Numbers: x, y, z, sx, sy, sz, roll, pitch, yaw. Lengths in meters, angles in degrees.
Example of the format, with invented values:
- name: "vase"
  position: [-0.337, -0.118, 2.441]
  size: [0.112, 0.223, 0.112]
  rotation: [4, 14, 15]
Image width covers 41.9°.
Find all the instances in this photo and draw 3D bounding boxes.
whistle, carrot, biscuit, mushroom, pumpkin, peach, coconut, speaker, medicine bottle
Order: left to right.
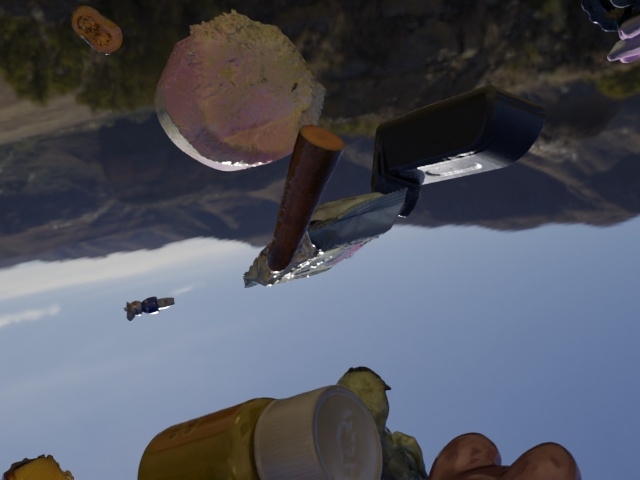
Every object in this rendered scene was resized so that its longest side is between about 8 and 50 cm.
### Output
- name: "peach"
  position: [-0.424, 0.408, 1.314]
  size: [0.151, 0.118, 0.151]
  rotation: [-6, 145, -4]
- name: "pumpkin"
  position: [-0.334, -0.315, 1.246]
  size: [0.050, 0.083, 0.028]
  rotation: [-50, -152, -6]
- name: "whistle"
  position: [-0.280, 0.109, 1.368]
  size: [0.083, 0.033, 0.029]
  rotation: [-12, 166, -1]
- name: "coconut"
  position: [-0.122, -0.213, 1.219]
  size: [0.233, 0.233, 0.245]
  rotation: [-13, -171, -14]
- name: "medicine bottle"
  position: [-0.104, 0.377, 1.397]
  size: [0.384, 0.224, 0.224]
  rotation: [-25, 179, 32]
- name: "carrot"
  position: [-0.030, -0.042, 1.064]
  size: [0.061, 0.209, 0.061]
  rotation: [16, -150, -9]
- name: "biscuit"
  position: [-0.004, 0.001, 1.372]
  size: [0.186, 0.079, 0.309]
  rotation: [-17, 171, -32]
- name: "mushroom"
  position: [0.115, 0.422, 1.746]
  size: [0.130, 0.344, 0.247]
  rotation: [-37, -139, -18]
- name: "speaker"
  position: [0.271, -0.179, 1.773]
  size: [0.180, 0.184, 0.388]
  rotation: [12, 165, -37]

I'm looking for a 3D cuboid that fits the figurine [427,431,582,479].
- name: "figurine"
  position: [0.185, 0.368, 0.922]
  size: [0.261, 0.211, 0.270]
  rotation: [-39, -167, -31]

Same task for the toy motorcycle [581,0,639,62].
- name: "toy motorcycle"
  position: [0.430, -0.247, 0.829]
  size: [0.327, 0.188, 0.143]
  rotation: [-10, -155, 40]
